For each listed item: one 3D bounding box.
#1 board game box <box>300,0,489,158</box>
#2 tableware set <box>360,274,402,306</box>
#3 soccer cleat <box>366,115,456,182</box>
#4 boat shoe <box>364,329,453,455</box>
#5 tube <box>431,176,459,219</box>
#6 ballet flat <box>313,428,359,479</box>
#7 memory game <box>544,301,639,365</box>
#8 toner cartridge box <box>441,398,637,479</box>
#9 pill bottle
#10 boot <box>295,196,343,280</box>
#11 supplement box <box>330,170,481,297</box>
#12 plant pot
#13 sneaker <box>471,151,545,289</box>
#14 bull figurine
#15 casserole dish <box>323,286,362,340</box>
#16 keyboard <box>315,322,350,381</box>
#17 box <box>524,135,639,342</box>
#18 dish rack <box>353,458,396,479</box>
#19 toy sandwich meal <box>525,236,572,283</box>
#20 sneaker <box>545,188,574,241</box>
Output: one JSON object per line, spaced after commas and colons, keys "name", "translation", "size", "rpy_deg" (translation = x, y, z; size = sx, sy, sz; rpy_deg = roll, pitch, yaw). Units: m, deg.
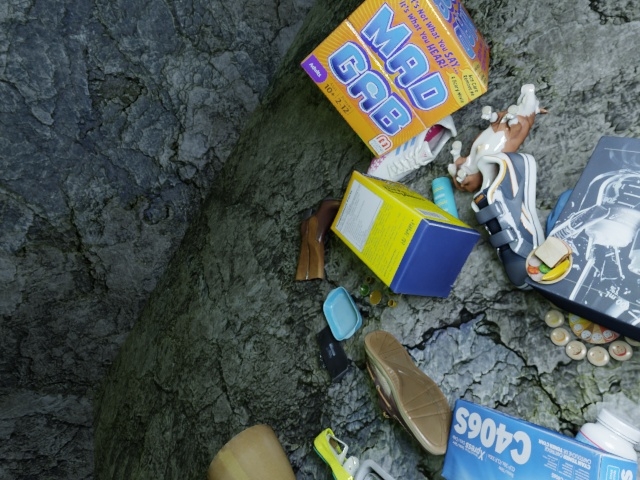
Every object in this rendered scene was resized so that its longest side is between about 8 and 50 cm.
{"name": "board game box", "translation": [0.232, -0.537, 1.218], "size": [0.356, 0.356, 0.356], "rpy_deg": [-28, 24, 39]}
{"name": "tableware set", "translation": [0.181, 0.151, 1.262], "size": [0.154, 0.024, 0.104], "rpy_deg": [36, 99, 52]}
{"name": "soccer cleat", "translation": [0.273, -0.265, 1.302], "size": [0.331, 0.116, 0.143], "rpy_deg": [-45, 33, 24]}
{"name": "boat shoe", "translation": [0.204, 0.385, 1.048], "size": [0.342, 0.123, 0.123], "rpy_deg": [52, 142, 45]}
{"name": "tube", "translation": [0.351, -0.076, 1.170], "size": [0.080, 0.052, 0.207], "rpy_deg": [-34, 51, 50]}
{"name": "ballet flat", "translation": [0.058, 0.595, 1.124], "size": [0.077, 0.077, 0.231], "rpy_deg": [-52, 35, -5]}
{"name": "memory game", "translation": [0.541, 0.153, 0.829], "size": [0.186, 0.012, 0.186], "rpy_deg": [-27, 50, 38]}
{"name": "toner cartridge box", "translation": [0.359, 0.410, 0.749], "size": [0.348, 0.075, 0.165], "rpy_deg": [155, 131, -71]}
{"name": "pill bottle", "translation": [0.476, 0.376, 0.720], "size": [0.087, 0.087, 0.160], "rpy_deg": [35, 99, 53]}
{"name": "boot", "translation": [0.000, 0.000, 1.511], "size": [0.264, 0.096, 0.281], "rpy_deg": [-17, 59, 45]}
{"name": "supplement box", "translation": [0.214, -0.027, 1.152], "size": [0.356, 0.195, 0.194], "rpy_deg": [48, 123, 51]}
{"name": "plant pot", "translation": [-0.163, 0.722, 1.222], "size": [0.254, 0.237, 0.237], "rpy_deg": [35, 99, 37]}
{"name": "sneaker", "translation": [0.417, -0.049, 0.959], "size": [0.126, 0.127, 0.321], "rpy_deg": [115, 159, -72]}
{"name": "bull figurine", "translation": [0.443, -0.257, 1.061], "size": [0.101, 0.188, 0.310], "rpy_deg": [45, 113, 34]}
{"name": "casserole dish", "translation": [0.073, 0.234, 1.337], "size": [0.114, 0.037, 0.188], "rpy_deg": [-50, 38, 20]}
{"name": "keyboard", "translation": [0.031, 0.358, 1.331], "size": [0.108, 0.023, 0.180], "rpy_deg": [-43, 41, 17]}
{"name": "box", "translation": [0.594, 0.021, 0.690], "size": [0.343, 0.179, 0.313], "rpy_deg": [27, 90, 52]}
{"name": "dish rack", "translation": [0.140, 0.659, 0.875], "size": [0.333, 0.072, 0.286], "rpy_deg": [-6, 59, 67]}
{"name": "toy sandwich meal", "translation": [0.399, 0.035, 0.736], "size": [0.085, 0.029, 0.086], "rpy_deg": [-29, 47, 37]}
{"name": "sneaker", "translation": [0.525, -0.009, 0.912], "size": [0.082, 0.069, 0.209], "rpy_deg": [-152, 79, -84]}
